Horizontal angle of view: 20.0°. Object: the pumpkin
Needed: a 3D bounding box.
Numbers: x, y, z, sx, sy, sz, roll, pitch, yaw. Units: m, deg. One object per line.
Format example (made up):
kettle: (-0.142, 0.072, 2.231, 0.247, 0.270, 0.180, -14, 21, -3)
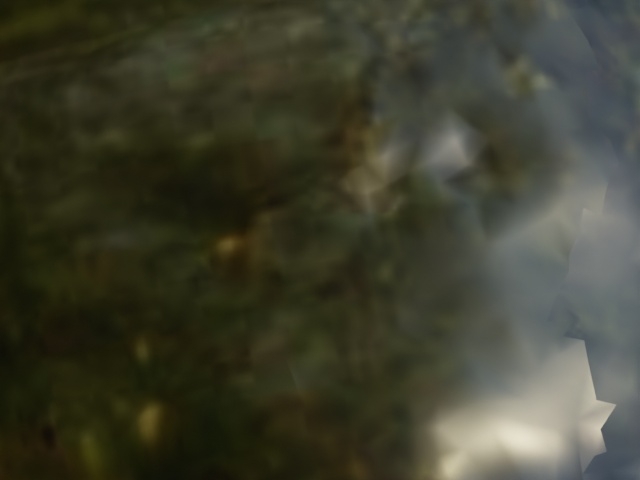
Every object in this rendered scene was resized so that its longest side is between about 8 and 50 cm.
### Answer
pumpkin: (0.000, 0.000, 0.459, 0.256, 0.303, 0.225, 121, -40, -60)
